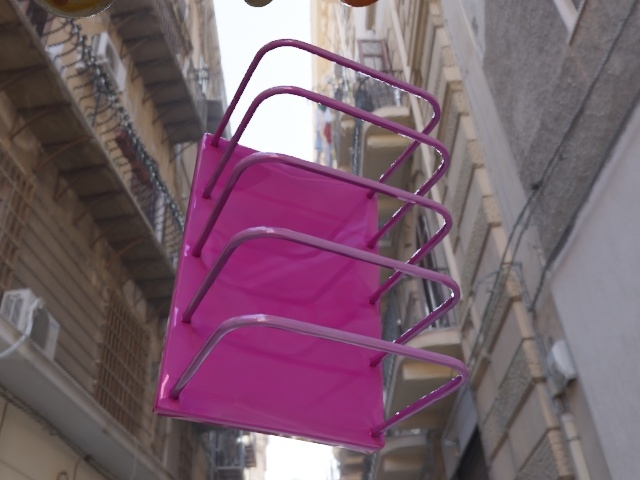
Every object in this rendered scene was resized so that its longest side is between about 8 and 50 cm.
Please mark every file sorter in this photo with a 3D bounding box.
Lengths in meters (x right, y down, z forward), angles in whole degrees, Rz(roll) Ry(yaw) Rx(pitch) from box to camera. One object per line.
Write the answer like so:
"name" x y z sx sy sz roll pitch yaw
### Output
"file sorter" 0.000 0.000 0.576 0.202 0.290 0.182 16 -37 -20

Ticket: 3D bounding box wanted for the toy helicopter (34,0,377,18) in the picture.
"toy helicopter" -0.089 -0.295 0.580 0.355 0.140 0.235 -26 -27 -12
